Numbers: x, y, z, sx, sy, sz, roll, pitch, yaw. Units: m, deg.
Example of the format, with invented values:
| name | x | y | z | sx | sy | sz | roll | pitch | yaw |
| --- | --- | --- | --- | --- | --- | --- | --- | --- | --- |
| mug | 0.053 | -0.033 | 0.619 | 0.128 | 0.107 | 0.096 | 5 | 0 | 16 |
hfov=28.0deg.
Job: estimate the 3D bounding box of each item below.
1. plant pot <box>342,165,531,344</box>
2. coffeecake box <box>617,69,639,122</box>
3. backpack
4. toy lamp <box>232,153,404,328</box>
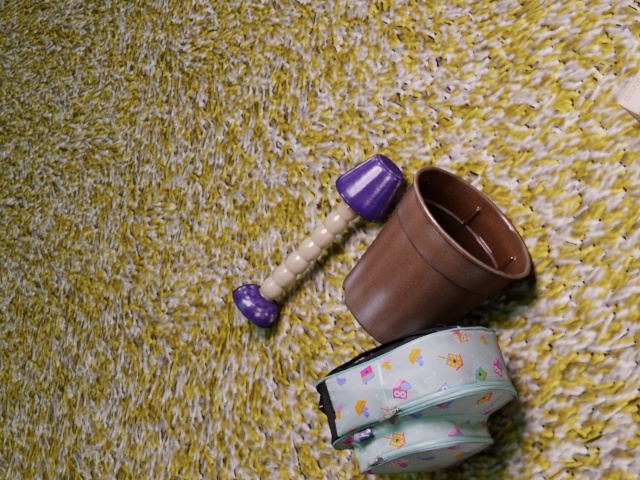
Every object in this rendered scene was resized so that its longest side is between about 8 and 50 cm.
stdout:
| name | x | y | z | sx | sy | sz | roll | pitch | yaw |
| --- | --- | --- | --- | --- | --- | --- | --- | --- | --- |
| plant pot | 0.122 | 0.033 | 1.453 | 0.165 | 0.167 | 0.167 | -49 | 41 | 27 |
| coffeecake box | 0.419 | -0.153 | 1.302 | 0.142 | 0.068 | 0.185 | -57 | 41 | 5 |
| backpack | 0.113 | 0.169 | 1.373 | 0.188 | 0.166 | 0.144 | -37 | 61 | 30 |
| toy lamp | 0.000 | 0.000 | 1.652 | 0.274 | 0.080 | 0.080 | -48 | 42 | 20 |
